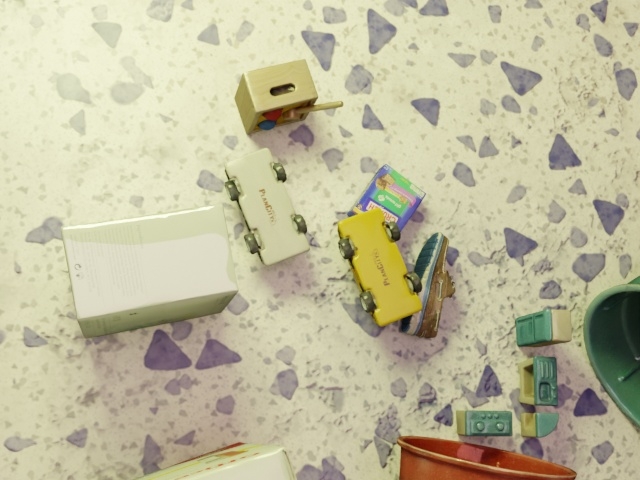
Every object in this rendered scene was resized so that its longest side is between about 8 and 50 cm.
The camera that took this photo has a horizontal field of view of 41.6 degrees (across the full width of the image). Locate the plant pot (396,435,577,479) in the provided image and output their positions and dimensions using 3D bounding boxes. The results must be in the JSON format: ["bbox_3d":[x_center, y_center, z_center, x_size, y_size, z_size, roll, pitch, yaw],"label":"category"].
[{"bbox_3d":[0.227,0.454,1.271,0.272,0.272,0.265,11,84,-11],"label":"plant pot"}]

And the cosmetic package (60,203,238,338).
[{"bbox_3d":[-0.253,0.051,1.251,0.225,0.224,0.138,-11,80,-15],"label":"cosmetic package"}]

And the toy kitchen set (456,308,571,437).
[{"bbox_3d":[0.317,0.221,1.400,0.166,0.122,0.207,4,77,-12],"label":"toy kitchen set"}]

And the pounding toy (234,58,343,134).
[{"bbox_3d":[-0.055,-0.233,1.409,0.141,0.130,0.100,-16,82,-16],"label":"pounding toy"}]

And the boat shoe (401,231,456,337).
[{"bbox_3d":[0.192,0.078,1.439,0.066,0.066,0.183,19,84,-13],"label":"boat shoe"}]

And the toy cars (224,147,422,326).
[{"bbox_3d":[0.000,0.000,1.398,0.394,0.087,0.176,28,75,-2],"label":"toy cars"}]

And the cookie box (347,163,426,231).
[{"bbox_3d":[0.115,-0.063,1.458,0.092,0.040,0.107,36,73,-4],"label":"cookie box"}]

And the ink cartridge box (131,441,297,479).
[{"bbox_3d":[-0.180,0.384,1.110,0.279,0.385,0.160,-16,82,-16],"label":"ink cartridge box"}]

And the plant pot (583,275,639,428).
[{"bbox_3d":[0.684,0.138,1.416,0.334,0.341,0.341,-33,87,-26],"label":"plant pot"}]
